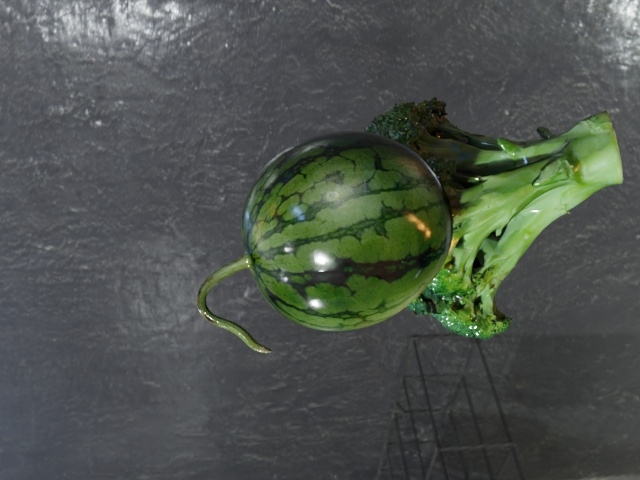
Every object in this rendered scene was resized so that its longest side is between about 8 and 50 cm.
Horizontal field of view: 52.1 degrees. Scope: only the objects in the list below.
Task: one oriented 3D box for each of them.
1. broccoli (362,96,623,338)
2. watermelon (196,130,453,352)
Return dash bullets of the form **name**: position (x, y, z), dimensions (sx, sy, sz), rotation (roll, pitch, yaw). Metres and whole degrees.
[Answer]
- **broccoli**: position (0.162, -0.051, 0.662), dimensions (0.269, 0.269, 0.254), rotation (-27, 143, 18)
- **watermelon**: position (0.000, 0.000, 0.454), dimensions (0.187, 0.141, 0.141), rotation (-20, 138, -19)
